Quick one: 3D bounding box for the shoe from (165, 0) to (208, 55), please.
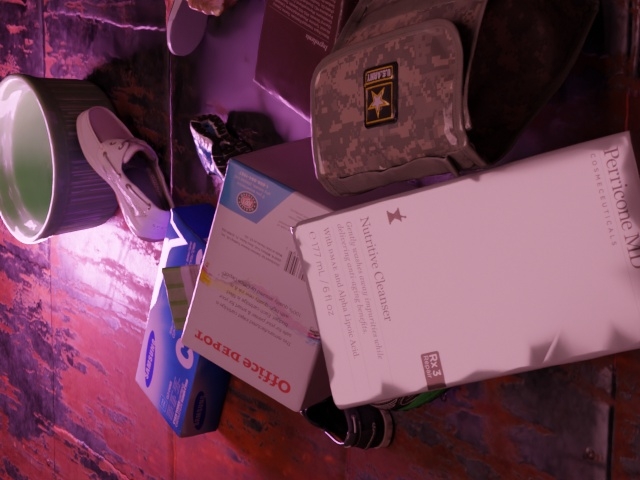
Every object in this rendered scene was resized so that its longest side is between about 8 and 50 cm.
[{"bbox_3d":[-0.218,-0.382,2.174,0.081,0.064,0.178,32,116,50],"label":"shoe"}]

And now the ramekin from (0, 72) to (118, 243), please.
[{"bbox_3d":[-0.475,-0.152,2.510,0.303,0.148,0.303,15,109,53],"label":"ramekin"}]

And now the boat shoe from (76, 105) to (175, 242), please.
[{"bbox_3d":[-0.315,-0.131,2.337,0.277,0.098,0.096,56,138,19],"label":"boat shoe"}]

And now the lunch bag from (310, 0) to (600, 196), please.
[{"bbox_3d":[0.125,-0.179,1.485,0.235,0.169,0.287,-10,44,49],"label":"lunch bag"}]

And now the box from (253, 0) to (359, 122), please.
[{"bbox_3d":[0.040,-0.265,1.726,0.167,0.169,0.203,39,127,45],"label":"box"}]

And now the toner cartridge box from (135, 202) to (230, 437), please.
[{"bbox_3d":[-0.202,0.130,2.236,0.165,0.075,0.347,45,131,42],"label":"toner cartridge box"}]

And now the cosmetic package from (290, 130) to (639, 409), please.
[{"bbox_3d":[0.188,0.034,1.453,0.385,0.156,0.217,-18,84,29],"label":"cosmetic package"}]

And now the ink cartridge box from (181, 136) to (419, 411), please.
[{"bbox_3d":[-0.020,0.039,1.781,0.198,0.197,0.270,28,116,24],"label":"ink cartridge box"}]

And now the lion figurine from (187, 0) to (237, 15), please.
[{"bbox_3d":[-0.198,-0.526,2.044,0.392,0.142,0.240,56,135,34],"label":"lion figurine"}]

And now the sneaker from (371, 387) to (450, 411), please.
[{"bbox_3d":[0.115,0.080,1.707,0.134,0.146,0.343,53,137,35],"label":"sneaker"}]

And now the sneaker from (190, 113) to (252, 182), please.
[{"bbox_3d":[-0.147,-0.124,2.137,0.073,0.063,0.162,92,153,-45],"label":"sneaker"}]

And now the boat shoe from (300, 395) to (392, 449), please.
[{"bbox_3d":[0.005,0.220,1.954,0.233,0.079,0.084,35,126,49],"label":"boat shoe"}]

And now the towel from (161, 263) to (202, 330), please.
[{"bbox_3d":[-0.155,0.081,2.097,0.023,0.152,0.113,-76,-20,-62],"label":"towel"}]
